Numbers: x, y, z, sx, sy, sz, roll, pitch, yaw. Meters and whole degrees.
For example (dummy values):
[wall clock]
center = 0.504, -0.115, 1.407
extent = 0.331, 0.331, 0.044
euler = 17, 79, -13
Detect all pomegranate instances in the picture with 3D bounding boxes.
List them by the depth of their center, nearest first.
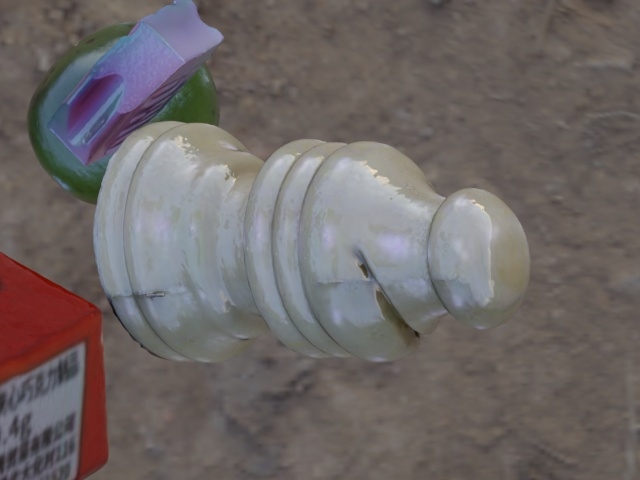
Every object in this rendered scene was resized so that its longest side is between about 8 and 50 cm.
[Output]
[pomegranate]
center = -0.166, -0.092, 1.855
extent = 0.187, 0.187, 0.225
euler = -32, 89, 27

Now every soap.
[soap]
center = -0.160, -0.130, 1.663
extent = 0.056, 0.100, 0.149
euler = 49, 127, 4

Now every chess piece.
[chess piece]
center = 0.000, 0.000, 1.111
extent = 0.307, 0.124, 0.139
euler = 0, 63, 52

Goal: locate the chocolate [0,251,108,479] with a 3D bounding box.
[chocolate]
center = -0.371, 0.093, 1.427
extent = 0.341, 0.360, 0.161
euler = 28, 119, 22
